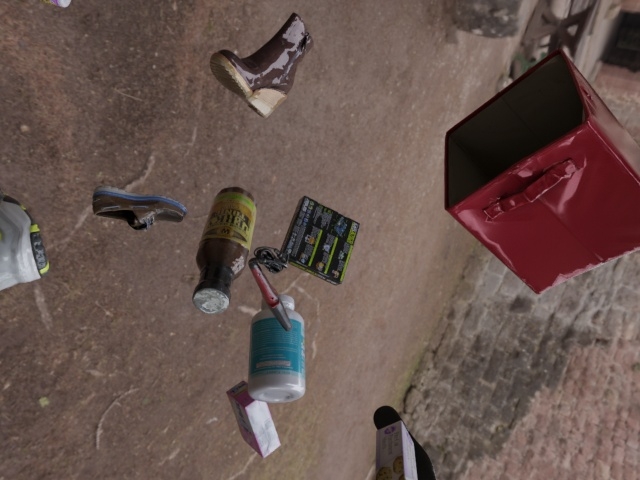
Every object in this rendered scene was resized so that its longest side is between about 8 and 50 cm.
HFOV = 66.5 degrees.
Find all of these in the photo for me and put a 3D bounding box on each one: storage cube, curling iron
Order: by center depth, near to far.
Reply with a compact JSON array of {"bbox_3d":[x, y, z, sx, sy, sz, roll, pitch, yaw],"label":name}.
[{"bbox_3d":[0.292,-0.084,0.624,0.184,0.193,0.215,-36,-156,37],"label":"storage cube"},{"bbox_3d":[-0.080,0.104,0.913,0.274,0.068,0.035,83,5,-50],"label":"curling iron"}]

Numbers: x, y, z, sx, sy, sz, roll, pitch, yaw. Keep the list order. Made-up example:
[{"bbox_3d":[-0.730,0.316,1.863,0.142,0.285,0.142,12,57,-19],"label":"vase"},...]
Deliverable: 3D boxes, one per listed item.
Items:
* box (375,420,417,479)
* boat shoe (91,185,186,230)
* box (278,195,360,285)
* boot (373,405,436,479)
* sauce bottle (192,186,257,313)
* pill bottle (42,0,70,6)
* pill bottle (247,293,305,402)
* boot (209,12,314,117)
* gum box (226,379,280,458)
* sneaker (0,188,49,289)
[{"bbox_3d":[0.140,0.453,0.894,0.063,0.067,0.324,62,12,-6],"label":"box"},{"bbox_3d":[-0.366,-0.055,0.991,0.066,0.183,0.066,132,-39,-52],"label":"boat shoe"},{"bbox_3d":[0.000,0.000,1.322,0.045,0.184,0.190,-28,-140,59],"label":"box"},{"bbox_3d":[0.262,0.645,1.482,0.112,0.305,0.115,-27,161,1],"label":"boot"},{"bbox_3d":[-0.203,0.012,1.047,0.344,0.111,0.111,-93,-176,-53],"label":"sauce bottle"},{"bbox_3d":[-0.397,-0.360,0.682,0.043,0.083,0.043,-167,-90,-79],"label":"pill bottle"},{"bbox_3d":[-0.114,0.278,1.285,0.146,0.146,0.264,71,14,-56],"label":"pill bottle"},{"bbox_3d":[-0.114,-0.387,1.010,0.207,0.090,0.248,-58,161,1],"label":"boot"},{"bbox_3d":[-0.183,0.494,1.341,0.062,0.107,0.188,-28,114,-32],"label":"gum box"},{"bbox_3d":[-0.599,-0.043,0.798,0.147,0.385,0.145,-27,135,-41],"label":"sneaker"}]
